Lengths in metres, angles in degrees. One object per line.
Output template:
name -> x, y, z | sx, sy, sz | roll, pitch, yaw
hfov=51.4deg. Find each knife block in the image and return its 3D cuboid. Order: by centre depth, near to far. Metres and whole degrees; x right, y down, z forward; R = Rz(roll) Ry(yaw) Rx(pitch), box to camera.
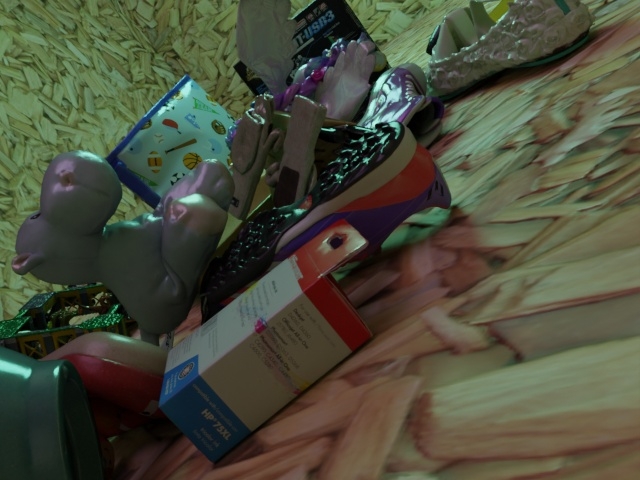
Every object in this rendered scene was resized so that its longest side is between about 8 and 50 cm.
knife block -> -0.003, -0.155, 1.009 | 0.088, 0.276, 0.242 | 1, -31, -26

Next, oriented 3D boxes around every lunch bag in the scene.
lunch bag -> -0.368, -0.200, 1.782 | 0.239, 0.327, 0.386 | -40, 18, 35

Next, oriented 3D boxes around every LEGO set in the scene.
LEGO set -> -0.382, 0.195, 1.063 | 0.254, 0.192, 0.331 | -11, 13, -13

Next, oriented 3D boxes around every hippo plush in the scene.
hippo plush -> -0.267, -0.003, 0.892 | 0.234, 0.236, 0.294 | -102, 34, -69

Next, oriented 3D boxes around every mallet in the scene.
mallet -> 0.255, -0.384, 1.303 | 0.062, 0.039, 0.190 | -65, 17, 15

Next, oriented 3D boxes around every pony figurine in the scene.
pony figurine -> -0.021, -0.295, 1.298 | 0.363, 0.302, 0.351 | -32, -26, -48

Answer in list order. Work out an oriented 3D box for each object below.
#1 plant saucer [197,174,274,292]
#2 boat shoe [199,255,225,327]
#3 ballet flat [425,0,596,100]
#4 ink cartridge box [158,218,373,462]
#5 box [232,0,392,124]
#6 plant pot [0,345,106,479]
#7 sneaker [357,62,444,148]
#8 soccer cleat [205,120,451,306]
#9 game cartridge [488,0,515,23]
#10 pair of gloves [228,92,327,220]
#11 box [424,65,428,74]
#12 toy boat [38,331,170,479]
plant saucer -> -0.152, -0.015, 1.231 | 0.332, 0.081, 0.333 | -21, 23, 52
boat shoe -> -0.133, 0.088, 0.871 | 0.084, 0.079, 0.233 | -32, 17, 9
ballet flat -> 0.273, -0.334, 1.080 | 0.147, 0.147, 0.409 | -42, 14, -14
ink cartridge box -> -0.038, 0.086, 0.637 | 0.231, 0.078, 0.134 | -38, 15, 1
box -> 0.000, -0.375, 1.543 | 0.295, 0.293, 0.073 | -34, 14, 17
plant pot -> -0.294, 0.208, 0.562 | 0.196, 0.293, 0.293 | -13, 10, -11
sneaker -> 0.152, -0.211, 1.083 | 0.161, 0.102, 0.282 | -18, 35, 46
soccer cleat -> 0.000, 0.000, 0.761 | 0.318, 0.116, 0.109 | -37, 26, 22
game cartridge -> 0.477, -0.521, 1.341 | 0.324, 0.053, 0.285 | -49, 17, -28
pair of gloves -> -0.067, -0.114, 0.984 | 0.240, 0.042, 0.204 | 25, 106, 55
box -> 0.269, -0.389, 1.391 | 0.094, 0.027, 0.137 | -66, 14, 4
toy boat -> -0.247, 0.200, 0.738 | 0.231, 0.151, 0.151 | -29, 47, 35
